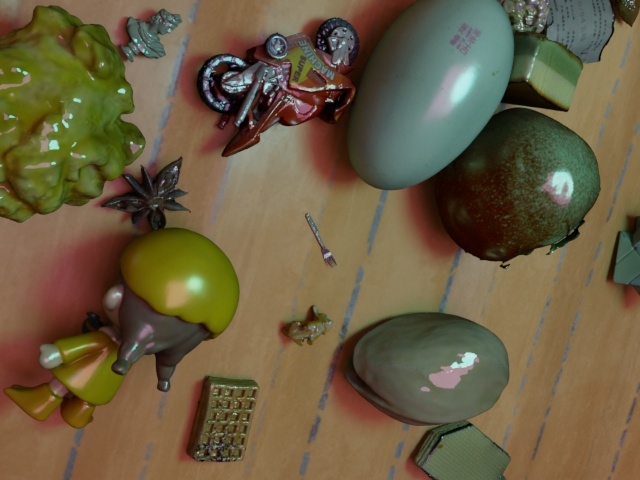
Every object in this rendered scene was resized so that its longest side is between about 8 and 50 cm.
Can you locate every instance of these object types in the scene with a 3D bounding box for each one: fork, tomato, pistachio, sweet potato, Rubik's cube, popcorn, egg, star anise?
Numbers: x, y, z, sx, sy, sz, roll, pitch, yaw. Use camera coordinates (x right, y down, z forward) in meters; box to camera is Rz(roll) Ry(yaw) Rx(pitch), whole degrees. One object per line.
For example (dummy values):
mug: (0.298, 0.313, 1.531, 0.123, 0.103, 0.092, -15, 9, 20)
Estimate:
fork: (0.000, 0.000, 1.159, 0.016, 0.012, 0.115, -37, 112, -22)
tomato: (0.357, -0.109, 1.204, 0.303, 0.303, 0.239, -41, 102, -16)
pistachio: (0.210, 0.244, 1.232, 0.331, 0.208, 0.226, -5, 60, -15)
sweet potato: (0.649, -0.560, 1.378, 0.068, 0.060, 0.206, -43, 112, -51)
Rubik's cube: (0.863, 0.050, 1.546, 0.213, 0.224, 0.265, 10, 90, -32)
popcorn: (-0.354, -0.141, 0.795, 0.250, 0.235, 0.242, -42, 118, -35)
egg: (0.180, -0.251, 1.077, 0.230, 0.230, 0.371, 31, 89, -31)
star anise: (-0.247, -0.075, 0.969, 0.124, 0.056, 0.129, 32, 100, -34)

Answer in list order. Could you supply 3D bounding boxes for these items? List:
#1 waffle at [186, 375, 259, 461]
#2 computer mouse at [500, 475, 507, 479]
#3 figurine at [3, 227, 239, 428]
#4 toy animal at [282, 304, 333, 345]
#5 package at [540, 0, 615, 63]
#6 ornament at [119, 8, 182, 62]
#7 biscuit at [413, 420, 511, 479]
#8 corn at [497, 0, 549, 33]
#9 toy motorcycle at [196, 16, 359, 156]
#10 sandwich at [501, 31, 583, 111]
waffle: (-0.168, 0.313, 1.114, 0.102, 0.042, 0.148, 11, 96, -31)
computer mouse: (0.432, 0.616, 1.533, 0.056, 0.032, 0.110, -17, 109, -25)
figurine: (-0.272, 0.131, 0.941, 0.344, 0.215, 0.187, -45, 74, -2)
toy animal: (-0.019, 0.157, 1.167, 0.083, 0.081, 0.060, -36, 114, -59)
package: (0.519, -0.487, 1.318, 0.204, 0.062, 0.251, -15, 104, -28)
ornament: (-0.250, -0.299, 0.931, 0.068, 0.041, 0.092, 23, 99, -26)
biscuit: (0.317, 0.489, 1.428, 0.252, 0.052, 0.150, 42, 76, -32)
corn: (0.370, -0.550, 1.189, 0.126, 0.126, 0.335, -3, 98, -29)
toy motorcycle: (-0.048, -0.250, 1.027, 0.298, 0.089, 0.171, -26, 114, -22)
sandwich: (0.354, -0.317, 1.183, 0.220, 0.186, 0.108, 5, 102, -52)
